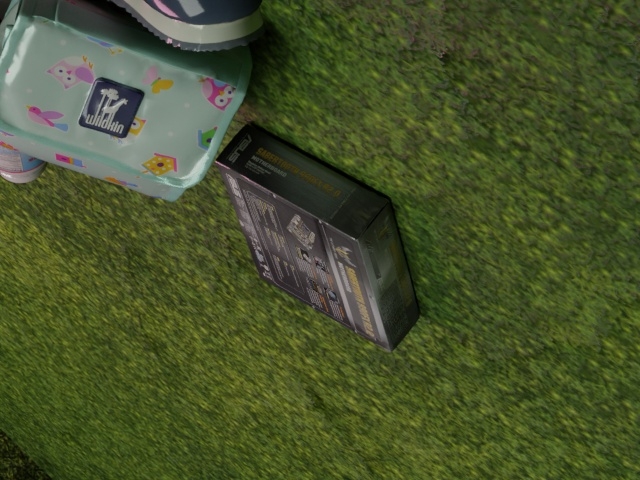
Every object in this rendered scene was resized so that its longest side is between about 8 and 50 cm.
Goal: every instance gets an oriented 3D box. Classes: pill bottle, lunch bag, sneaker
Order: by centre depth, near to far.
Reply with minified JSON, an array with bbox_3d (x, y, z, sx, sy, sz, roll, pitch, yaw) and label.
[{"bbox_3d":[-0.163,-0.271,1.607,0.319,0.112,0.131,27,133,37],"label":"sneaker"},{"bbox_3d":[-0.195,-0.144,1.739,0.223,0.160,0.262,19,167,-14],"label":"lunch bag"},{"bbox_3d":[-0.362,-0.130,2.247,0.087,0.087,0.160,36,160,11],"label":"pill bottle"}]

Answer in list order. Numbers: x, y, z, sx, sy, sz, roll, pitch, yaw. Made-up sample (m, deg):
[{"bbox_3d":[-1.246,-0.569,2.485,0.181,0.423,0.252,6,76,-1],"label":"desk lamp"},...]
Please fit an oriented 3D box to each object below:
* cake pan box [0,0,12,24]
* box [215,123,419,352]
[{"bbox_3d":[-0.430,-0.201,1.980,0.267,0.246,0.070,20,153,44],"label":"cake pan box"},{"bbox_3d":[0.000,0.000,1.928,0.183,0.056,0.231,28,158,27],"label":"box"}]
